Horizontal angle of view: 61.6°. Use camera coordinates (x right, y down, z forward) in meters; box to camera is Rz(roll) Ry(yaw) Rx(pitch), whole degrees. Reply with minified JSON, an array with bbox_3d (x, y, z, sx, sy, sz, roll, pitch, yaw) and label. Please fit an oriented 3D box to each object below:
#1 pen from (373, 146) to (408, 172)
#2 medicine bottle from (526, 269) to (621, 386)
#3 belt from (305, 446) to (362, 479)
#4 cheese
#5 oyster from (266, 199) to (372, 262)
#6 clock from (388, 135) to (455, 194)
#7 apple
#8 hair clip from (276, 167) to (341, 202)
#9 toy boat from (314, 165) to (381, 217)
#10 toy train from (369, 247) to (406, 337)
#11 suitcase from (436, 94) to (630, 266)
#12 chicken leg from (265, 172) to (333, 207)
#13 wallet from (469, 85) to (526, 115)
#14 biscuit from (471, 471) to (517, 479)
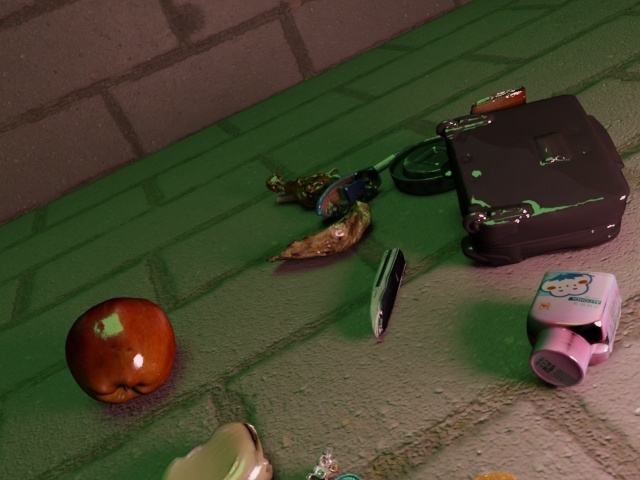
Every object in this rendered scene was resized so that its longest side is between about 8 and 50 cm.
[{"bbox_3d":[0.203,-0.242,1.698,0.204,0.025,0.025,-34,31,-20],"label":"pen"},{"bbox_3d":[0.400,0.137,0.857,0.119,0.094,0.188,1,37,39],"label":"medicine bottle"},{"bbox_3d":[-0.017,0.393,0.760,0.179,0.065,0.100,-36,42,-24],"label":"belt"},{"bbox_3d":[-0.214,0.407,0.854,0.287,0.082,0.163,-29,29,-9],"label":"cheese"},{"bbox_3d":[0.002,0.002,1.389,0.295,0.094,0.166,-28,10,11],"label":"oyster"},{"bbox_3d":[0.336,-0.222,1.539,0.281,0.055,0.280,-17,29,10],"label":"clock"},{"bbox_3d":[-0.433,0.236,1.165,0.234,0.233,0.234,-17,30,10],"label":"apple"},{"bbox_3d":[-0.034,-0.166,1.725,0.226,0.034,0.072,-26,32,-3],"label":"hair clip"},{"bbox_3d":[0.079,-0.130,1.521,0.223,0.100,0.097,-34,17,-16],"label":"toy boat"},{"bbox_3d":[0.130,0.111,1.130,0.048,0.055,0.251,-7,32,26],"label":"toy train"},{"bbox_3d":[0.437,-0.134,1.125,0.340,0.188,0.345,-13,47,12],"label":"suitcase"},{"bbox_3d":[-0.068,-0.164,1.668,0.252,0.087,0.107,13,46,36],"label":"chicken leg"},{"bbox_3d":[0.434,-0.235,1.291,0.137,0.255,0.031,-15,40,12],"label":"wallet"},{"bbox_3d":[0.227,0.385,0.629,0.144,0.040,0.236,-11,29,8],"label":"biscuit"}]
